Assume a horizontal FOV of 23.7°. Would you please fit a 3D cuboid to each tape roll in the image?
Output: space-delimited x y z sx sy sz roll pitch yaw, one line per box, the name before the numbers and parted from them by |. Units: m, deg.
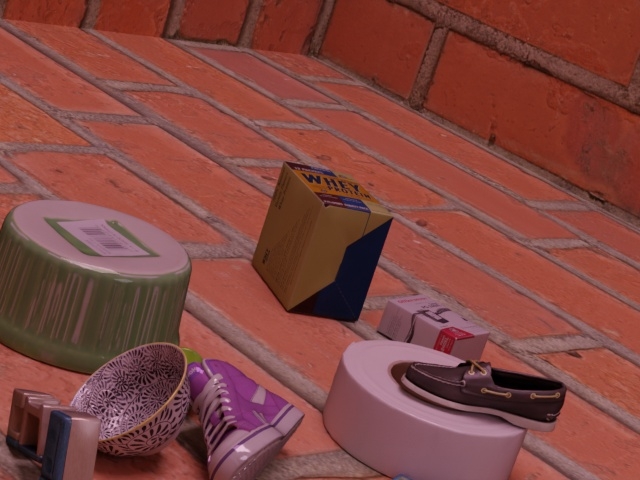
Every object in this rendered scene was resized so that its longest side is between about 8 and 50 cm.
tape roll | 0.149 0.246 2.156 0.286 0.100 0.286 16 18 -5

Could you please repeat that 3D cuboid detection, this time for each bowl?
bowl | -0.220 0.211 1.869 0.170 0.080 0.170 -21 31 14

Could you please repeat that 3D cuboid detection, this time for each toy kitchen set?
toy kitchen set | -0.363 0.236 1.697 0.166 0.122 0.207 9 -1 -28

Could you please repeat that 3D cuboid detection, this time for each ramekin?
ramekin | -0.330 0.058 2.161 0.303 0.148 0.303 17 17 -5

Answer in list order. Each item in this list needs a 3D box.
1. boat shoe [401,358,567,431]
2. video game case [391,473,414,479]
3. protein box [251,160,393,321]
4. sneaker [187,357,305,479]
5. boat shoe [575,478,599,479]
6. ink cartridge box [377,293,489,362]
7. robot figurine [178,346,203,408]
boat shoe | 0.225 0.198 2.092 0.228 0.068 0.081 16 17 -9
video game case | 0.117 0.351 1.939 0.119 0.015 0.166 26 19 22
protein box | 0.000 0.000 2.591 0.136 0.200 0.201 10 18 -25
sneaker | -0.126 0.226 1.889 0.161 0.102 0.282 38 8 4
boat shoe | 0.343 0.394 1.910 0.109 0.091 0.305 -19 15 5
ink cartridge box | 0.188 0.151 2.548 0.150 0.063 0.109 30 21 32
robot figurine | -0.187 0.186 2.048 0.101 0.067 0.115 -4 20 -4
